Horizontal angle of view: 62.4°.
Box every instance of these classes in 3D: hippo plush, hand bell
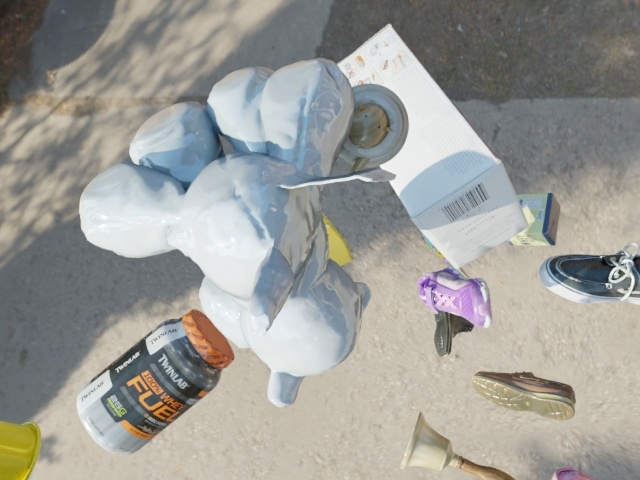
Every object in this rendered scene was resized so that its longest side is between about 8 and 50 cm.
[{"bbox_3d":[-0.026,-0.002,0.476,0.294,0.237,0.234,19,61,40],"label":"hippo plush"},{"bbox_3d":[0.300,0.465,1.100,0.242,0.126,0.126,19,81,15],"label":"hand bell"}]

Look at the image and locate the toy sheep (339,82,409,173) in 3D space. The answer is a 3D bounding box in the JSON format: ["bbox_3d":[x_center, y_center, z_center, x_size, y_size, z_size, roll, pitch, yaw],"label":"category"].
[{"bbox_3d":[0.047,-0.115,0.537,0.091,0.132,0.091,1,108,3],"label":"toy sheep"}]

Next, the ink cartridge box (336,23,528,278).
[{"bbox_3d":[0.170,-0.126,0.817,0.130,0.272,0.309,-34,56,13],"label":"ink cartridge box"}]

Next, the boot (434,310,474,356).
[{"bbox_3d":[0.444,0.295,1.710,0.077,0.137,0.198,-49,24,52],"label":"boot"}]

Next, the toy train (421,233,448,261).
[{"bbox_3d":[0.345,-0.011,1.520,0.046,0.125,0.166,-25,31,-13],"label":"toy train"}]

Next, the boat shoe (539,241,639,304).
[{"bbox_3d":[0.599,0.069,1.039,0.306,0.105,0.113,13,55,10],"label":"boat shoe"}]

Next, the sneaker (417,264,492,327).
[{"bbox_3d":[0.257,0.112,1.042,0.104,0.236,0.095,-6,100,-6],"label":"sneaker"}]

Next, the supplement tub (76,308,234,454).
[{"bbox_3d":[-0.388,0.333,1.276,0.338,0.207,0.207,-40,61,-1],"label":"supplement tub"}]

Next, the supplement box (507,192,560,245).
[{"bbox_3d":[0.391,-0.039,0.984,0.083,0.056,0.083,0,66,41],"label":"supplement box"}]

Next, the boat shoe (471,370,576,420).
[{"bbox_3d":[0.369,0.272,0.963,0.178,0.064,0.060,9,40,28],"label":"boat shoe"}]

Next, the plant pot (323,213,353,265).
[{"bbox_3d":[0.000,0.000,0.958,0.081,0.083,0.081,-26,39,-8],"label":"plant pot"}]

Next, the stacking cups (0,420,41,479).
[{"bbox_3d":[-0.483,0.218,0.577,0.096,0.316,0.096,-21,52,30],"label":"stacking cups"}]

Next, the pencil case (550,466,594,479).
[{"bbox_3d":[0.625,0.737,1.375,0.124,0.124,0.284,23,108,29],"label":"pencil case"}]
